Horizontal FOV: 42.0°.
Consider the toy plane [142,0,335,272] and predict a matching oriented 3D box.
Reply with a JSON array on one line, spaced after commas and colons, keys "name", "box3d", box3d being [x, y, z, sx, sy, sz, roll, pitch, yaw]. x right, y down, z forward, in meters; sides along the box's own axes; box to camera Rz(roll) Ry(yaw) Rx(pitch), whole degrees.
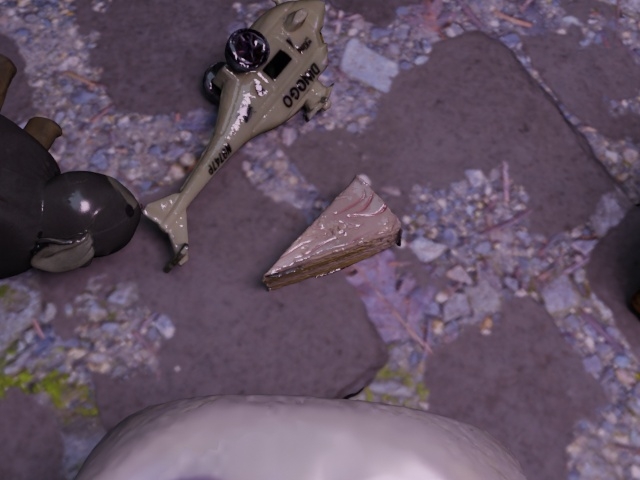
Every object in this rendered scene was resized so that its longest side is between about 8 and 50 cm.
[{"name": "toy plane", "box3d": [-0.066, -0.105, 0.721, 0.108, 0.092, 0.286, 40, 65, -12]}]

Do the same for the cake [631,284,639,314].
[{"name": "cake", "box3d": [0.379, -0.007, 0.575, 0.196, 0.293, 0.199, -39, 68, -18]}]

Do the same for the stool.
[{"name": "stool", "box3d": [-0.262, -0.047, 0.655, 0.228, 0.153, 0.139, 21, 58, -26]}]

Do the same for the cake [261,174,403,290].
[{"name": "cake", "box3d": [0.000, 0.000, 0.688, 0.121, 0.052, 0.065, -25, 73, -12]}]

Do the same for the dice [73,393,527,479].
[{"name": "dice", "box3d": [-0.008, 0.236, 0.461, 0.243, 0.259, 0.251, 3, 65, 1]}]
